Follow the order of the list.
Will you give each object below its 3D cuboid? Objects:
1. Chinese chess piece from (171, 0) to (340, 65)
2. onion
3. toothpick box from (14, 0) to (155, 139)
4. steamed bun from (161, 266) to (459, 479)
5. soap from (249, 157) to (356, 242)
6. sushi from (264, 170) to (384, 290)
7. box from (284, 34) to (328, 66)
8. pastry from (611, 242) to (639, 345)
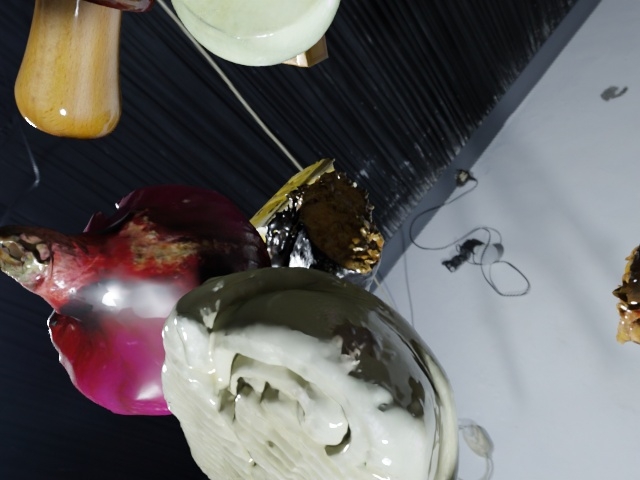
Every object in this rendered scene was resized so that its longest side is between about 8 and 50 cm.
[{"bbox_3d":[-0.092,-0.378,0.632,0.250,0.250,0.101,-51,-1,-3],"label":"Chinese chess piece"},{"bbox_3d":[-0.287,0.072,0.704,0.399,0.420,0.397,-5,70,13],"label":"onion"},{"bbox_3d":[-0.367,-0.313,0.669,0.294,0.192,0.192,-64,30,29],"label":"toothpick box"},{"bbox_3d":[-0.001,0.161,0.481,0.310,0.324,0.219,9,34,33],"label":"steamed bun"},{"bbox_3d":[-0.089,-0.073,1.367,0.335,0.156,0.294,-50,20,-28],"label":"soap"},{"bbox_3d":[0.000,0.000,0.928,0.348,0.235,0.207,-104,25,-55],"label":"sushi"},{"bbox_3d":[-0.113,-0.541,1.105,0.274,0.174,0.076,26,55,38],"label":"box"},{"bbox_3d":[0.565,0.119,0.543,0.293,0.337,0.404,-14,62,3],"label":"pastry"}]
